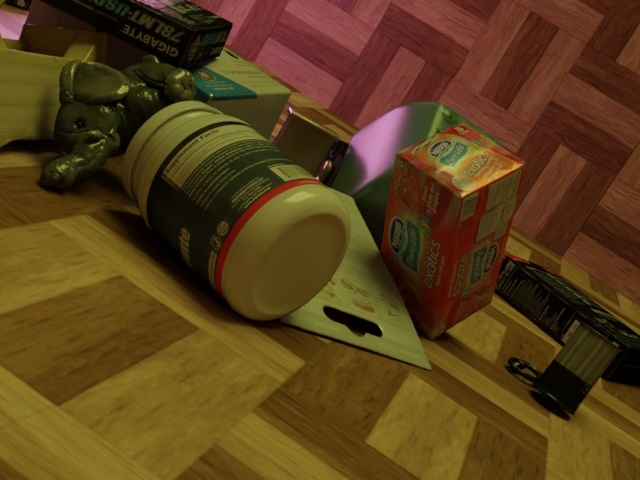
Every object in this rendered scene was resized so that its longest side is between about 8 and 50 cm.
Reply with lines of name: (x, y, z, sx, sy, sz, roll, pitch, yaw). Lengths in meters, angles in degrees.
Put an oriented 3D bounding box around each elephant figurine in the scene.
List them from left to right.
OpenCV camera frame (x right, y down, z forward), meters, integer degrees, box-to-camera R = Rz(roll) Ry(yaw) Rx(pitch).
elephant figurine: (-0.294, -0.168, 1.414, 0.239, 0.169, 0.186, -11, 8, -28)

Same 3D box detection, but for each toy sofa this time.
toy sofa: (-0.436, -0.222, 1.434, 0.150, 0.177, 0.362, 9, 8, 12)

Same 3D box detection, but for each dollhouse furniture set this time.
dollhouse furniture set: (-0.068, -0.192, 2.081, 0.212, 0.161, 0.242, 27, 13, -18)

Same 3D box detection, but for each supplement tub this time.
supplement tub: (-0.111, -0.043, 1.328, 0.272, 0.191, 0.191, 40, 15, 33)

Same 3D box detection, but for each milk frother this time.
milk frother: (0.405, 0.198, 1.741, 0.143, 0.135, 0.129, 37, 0, 17)

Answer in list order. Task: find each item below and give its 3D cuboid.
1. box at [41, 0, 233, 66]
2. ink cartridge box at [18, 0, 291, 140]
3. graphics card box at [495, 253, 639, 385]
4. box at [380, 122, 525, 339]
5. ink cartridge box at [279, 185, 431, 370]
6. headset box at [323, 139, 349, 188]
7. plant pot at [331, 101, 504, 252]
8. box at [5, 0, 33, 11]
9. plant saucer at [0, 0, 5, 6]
box: (-0.309, -0.380, 1.667, 0.293, 0.073, 0.295, 25, 16, 0)
ink cartridge box: (-0.297, -0.292, 1.840, 0.395, 0.166, 0.285, 35, 22, 17)
graphics card box: (0.576, 0.179, 2.332, 0.233, 0.094, 0.371, 17, 18, -50)
box: (0.201, -0.014, 1.648, 0.154, 0.300, 0.142, -27, 50, -31)
ink cartridge box: (-0.022, 0.039, 1.563, 0.308, 0.091, 0.385, 22, 32, -39)
headset box: (0.123, -0.067, 2.120, 0.246, 0.131, 0.283, 27, 14, -15)
plant pot: (0.186, -0.104, 1.855, 0.247, 0.252, 0.248, 32, 54, -13)
box: (-0.671, -0.548, 2.281, 0.062, 0.052, 0.083, 38, 13, 22)
plant saucer: (-0.641, -0.422, 1.572, 0.333, 0.081, 0.333, 29, 41, -13)
